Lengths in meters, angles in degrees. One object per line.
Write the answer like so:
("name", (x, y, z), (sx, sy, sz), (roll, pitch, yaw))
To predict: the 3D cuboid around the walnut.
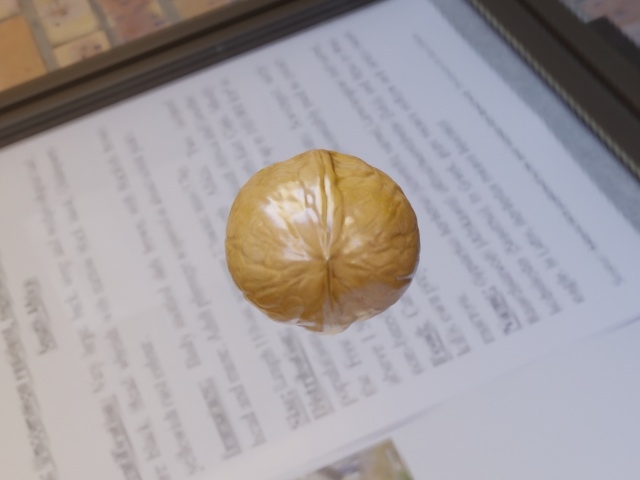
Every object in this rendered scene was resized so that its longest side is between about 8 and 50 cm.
("walnut", (0.000, 0.000, 1.169), (0.226, 0.193, 0.193), (-49, -63, -84))
